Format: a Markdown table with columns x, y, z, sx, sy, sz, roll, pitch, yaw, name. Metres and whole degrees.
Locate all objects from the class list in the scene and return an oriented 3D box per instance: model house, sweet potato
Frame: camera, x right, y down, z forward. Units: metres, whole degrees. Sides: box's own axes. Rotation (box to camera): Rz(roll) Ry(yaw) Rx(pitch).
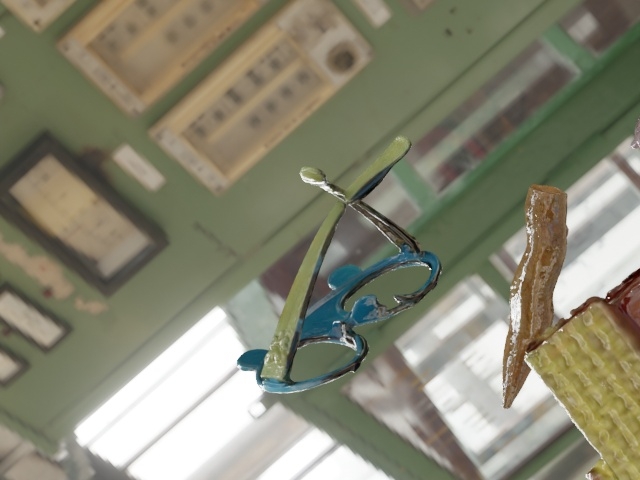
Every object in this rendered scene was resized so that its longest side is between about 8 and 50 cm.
| x | y | z | sx | sy | sz | roll | pitch | yaw | name |
| --- | --- | --- | --- | --- | --- | --- | --- | --- | --- |
| 0.329 | 0.121 | 1.196 | 0.196 | 0.254 | 0.160 | 51 | -174 | 6 | model house |
| 0.269 | 0.073 | 1.562 | 0.059 | 0.281 | 0.067 | 5 | -165 | -7 | sweet potato |

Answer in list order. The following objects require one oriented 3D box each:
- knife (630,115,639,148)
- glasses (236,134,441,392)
| x | y | z | sx | sy | sz | roll | pitch | yaw | name |
| --- | --- | --- | --- | --- | --- | --- | --- | --- | --- |
| 0.555 | -0.237 | 1.558 | 0.038 | 0.398 | 0.132 | 50 | -173 | -23 | knife |
| 0.031 | 0.017 | 1.029 | 0.102 | 0.207 | 0.239 | 30 | -136 | 18 | glasses |
